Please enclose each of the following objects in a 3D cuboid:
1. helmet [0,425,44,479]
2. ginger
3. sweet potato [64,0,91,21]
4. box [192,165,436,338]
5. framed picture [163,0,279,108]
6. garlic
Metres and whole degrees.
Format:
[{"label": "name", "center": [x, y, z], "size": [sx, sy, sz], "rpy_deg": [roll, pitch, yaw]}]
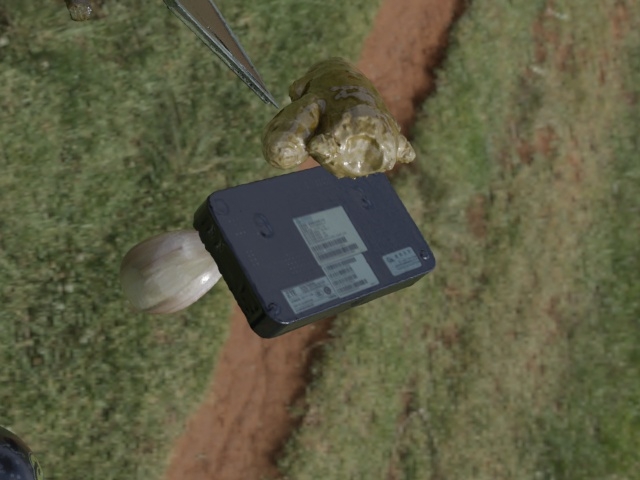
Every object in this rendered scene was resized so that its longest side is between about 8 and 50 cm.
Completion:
[{"label": "helmet", "center": [-0.457, 0.344, 1.393], "size": [0.279, 0.160, 0.230], "rpy_deg": [-18, 110, -56]}, {"label": "ginger", "center": [0.021, -0.108, 0.958], "size": [0.205, 0.115, 0.081], "rpy_deg": [-69, 148, -60]}, {"label": "sweet potato", "center": [-0.386, -0.462, 1.782], "size": [0.112, 0.085, 0.285], "rpy_deg": [67, 4, -49]}, {"label": "box", "center": [0.000, 0.000, 1.559], "size": [0.350, 0.058, 0.211], "rpy_deg": [-18, 74, -44]}, {"label": "framed picture", "center": [-0.153, -0.281, 1.306], "size": [0.216, 0.016, 0.273], "rpy_deg": [58, 9, 28]}, {"label": "garlic", "center": [-0.227, 0.051, 1.754], "size": [0.128, 0.207, 0.115], "rpy_deg": [60, 8, -53]}]
